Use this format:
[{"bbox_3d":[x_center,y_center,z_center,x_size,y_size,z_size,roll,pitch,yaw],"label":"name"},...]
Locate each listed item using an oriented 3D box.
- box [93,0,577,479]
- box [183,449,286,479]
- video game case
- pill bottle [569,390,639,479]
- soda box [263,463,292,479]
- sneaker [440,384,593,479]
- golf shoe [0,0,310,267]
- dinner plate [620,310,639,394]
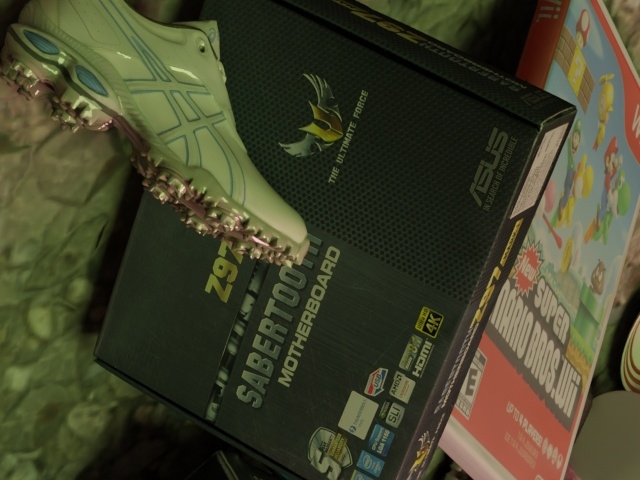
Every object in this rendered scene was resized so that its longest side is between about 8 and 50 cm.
[{"bbox_3d":[0.000,0.000,0.842,0.059,0.183,0.232,-25,140,-60],"label":"box"},{"bbox_3d":[-0.056,0.331,1.008,0.343,0.179,0.312,-43,143,11],"label":"box"},{"bbox_3d":[0.137,0.008,0.998,0.204,0.025,0.285,47,57,-55],"label":"video game case"},{"bbox_3d":[0.263,0.186,1.305,0.108,0.108,0.193,-50,141,-1],"label":"pill bottle"},{"bbox_3d":[0.040,0.063,1.025,0.210,0.067,0.071,-43,141,-9],"label":"soda box"},{"bbox_3d":[0.145,0.239,1.189,0.106,0.162,0.281,20,105,-50],"label":"sneaker"},{"bbox_3d":[-0.060,-0.062,0.780,0.176,0.069,0.086,41,74,-16],"label":"golf shoe"},{"bbox_3d":[0.280,0.061,1.294,0.141,0.017,0.141,-24,134,-28],"label":"dinner plate"}]
